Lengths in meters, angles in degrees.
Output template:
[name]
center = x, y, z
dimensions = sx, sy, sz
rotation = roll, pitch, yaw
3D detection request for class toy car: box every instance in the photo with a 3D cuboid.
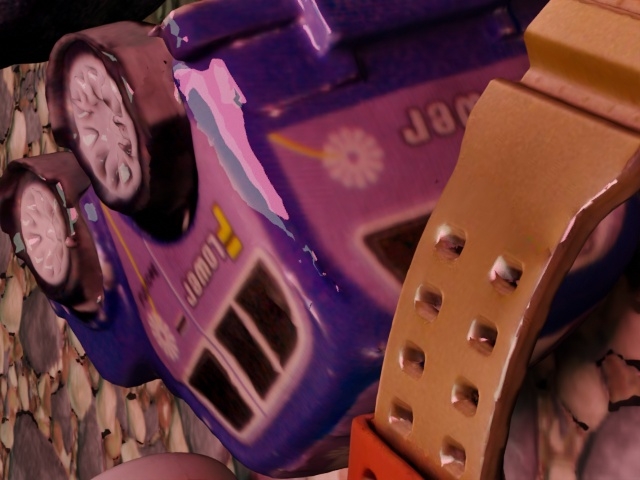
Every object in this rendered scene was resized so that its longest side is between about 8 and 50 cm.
[toy car]
center = 0.000, 0.000, 0.587
dimensions = 0.158, 0.172, 0.235
rotation = 64, 150, 14

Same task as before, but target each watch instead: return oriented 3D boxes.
[watch]
center = 0.082, 0.057, 0.401
dimensions = 0.102, 0.165, 0.268
rotation = 34, 99, 56

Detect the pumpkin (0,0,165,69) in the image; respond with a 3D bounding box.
[pumpkin]
center = -0.198, -0.239, 0.730
dimensions = 0.266, 0.363, 0.363
rotation = -61, 39, 22

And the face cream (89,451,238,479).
[face cream]
center = -0.043, 0.218, 0.724
dimensions = 0.251, 0.101, 0.101
rotation = 62, 141, 41
